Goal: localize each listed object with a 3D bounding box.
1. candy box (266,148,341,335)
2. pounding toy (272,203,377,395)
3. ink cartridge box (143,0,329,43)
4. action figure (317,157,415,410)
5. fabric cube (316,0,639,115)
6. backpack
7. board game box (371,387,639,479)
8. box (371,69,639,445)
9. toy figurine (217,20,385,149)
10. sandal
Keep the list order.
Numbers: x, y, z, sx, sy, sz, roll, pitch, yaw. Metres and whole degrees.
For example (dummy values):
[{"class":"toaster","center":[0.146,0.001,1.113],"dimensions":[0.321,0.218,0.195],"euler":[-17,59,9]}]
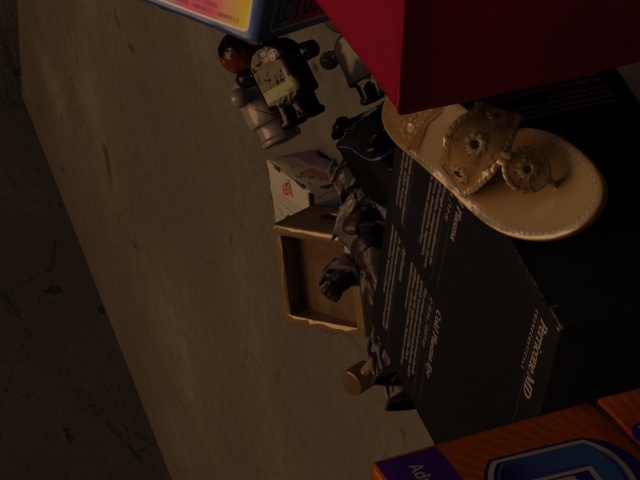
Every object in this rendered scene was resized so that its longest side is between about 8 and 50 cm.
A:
[{"class":"candy box","center":[0.000,0.000,2.453],"dimensions":[0.165,0.070,0.196],"euler":[-140,40,-64]},{"class":"pounding toy","center":[0.051,0.074,2.298],"dimensions":[0.181,0.094,0.206],"euler":[9,115,38]},{"class":"ink cartridge box","center":[-0.015,-0.403,1.742],"dimensions":[0.151,0.270,0.396],"euler":[20,115,25]},{"class":"action figure","center":[0.056,0.029,2.004],"dimensions":[0.185,0.099,0.285],"euler":[97,158,-60]},{"class":"fabric cube","center":[0.126,-0.293,1.522],"dimensions":[0.258,0.254,0.259],"euler":[-121,25,-46]},{"class":"backpack","center":[0.118,-0.099,1.866],"dimensions":[0.117,0.173,0.158],"euler":[60,171,-16]},{"class":"board game box","center":[0.272,0.345,1.346],"dimensions":[0.356,0.356,0.356],"euler":[-131,33,-57]},{"class":"box","center":[0.194,0.056,1.689],"dimensions":[0.343,0.178,0.312],"euler":[96,156,-47]},{"class":"toy figurine","center":[-0.004,-0.208,2.074],"dimensions":[0.148,0.213,0.209],"euler":[64,167,1]},{"class":"sandal","center":[0.112,-0.073,1.511],"dimensions":[0.240,0.079,0.088],"euler":[35,99,45]}]
